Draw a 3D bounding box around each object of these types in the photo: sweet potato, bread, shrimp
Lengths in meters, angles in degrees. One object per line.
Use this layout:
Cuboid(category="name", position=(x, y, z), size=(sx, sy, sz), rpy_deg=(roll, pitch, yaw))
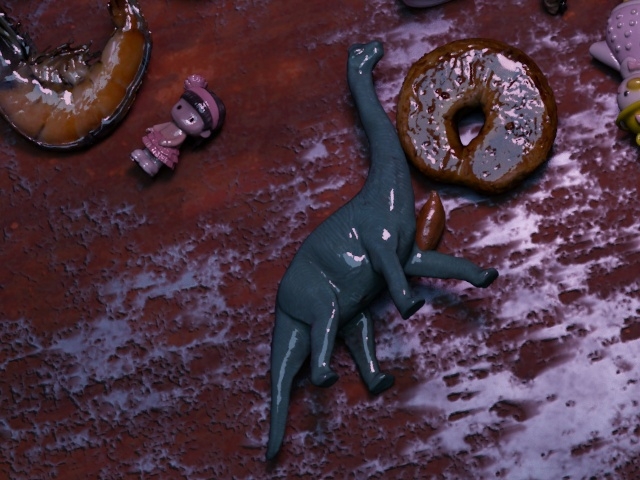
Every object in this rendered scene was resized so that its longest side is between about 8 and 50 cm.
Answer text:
Cuboid(category="sweet potato", position=(0.120, -0.010, 1.735), size=(0.034, 0.034, 0.095), rpy_deg=(18, 88, 13))
Cuboid(category="bread", position=(0.178, -0.143, 1.752), size=(0.193, 0.064, 0.193), rpy_deg=(-2, 79, 11))
Cuboid(category="shrimp", position=(-0.327, -0.254, 1.827), size=(0.222, 0.054, 0.290), rpy_deg=(-41, 89, 6))

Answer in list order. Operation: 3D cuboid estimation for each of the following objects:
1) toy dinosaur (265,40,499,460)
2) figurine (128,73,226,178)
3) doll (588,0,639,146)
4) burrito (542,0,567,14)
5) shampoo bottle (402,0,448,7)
Cuboid(category="toy dinosaur", position=(0.000, 0.000, 1.721), size=(0.383, 0.129, 0.331), rpy_deg=(-41, 60, 10))
Cuboid(category="figurine", position=(-0.168, -0.131, 1.808), size=(0.129, 0.054, 0.072), rpy_deg=(-45, 58, 2))
Cuboid(category="doll", position=(0.364, -0.203, 1.730), size=(0.129, 0.081, 0.207), rpy_deg=(-5, 74, 27))
Cuboid(category="burrito", position=(0.273, -0.351, 1.803), size=(0.042, 0.051, 0.171), rpy_deg=(3, 74, 3))
Cuboid(category="shampoo bottle", position=(0.099, -0.430, 1.832), size=(0.092, 0.092, 0.303), rpy_deg=(-16, 71, 4))
